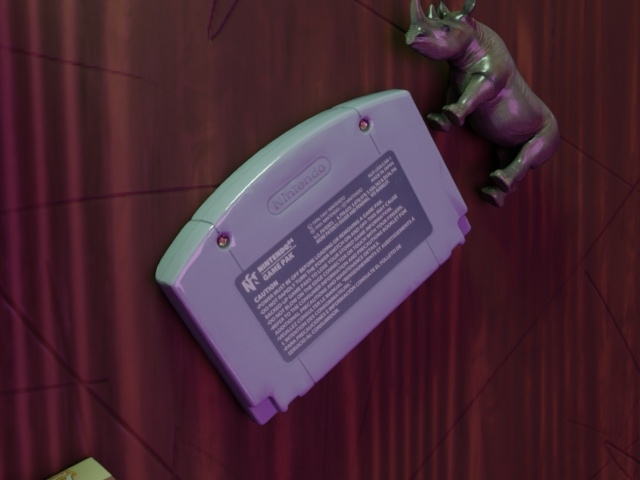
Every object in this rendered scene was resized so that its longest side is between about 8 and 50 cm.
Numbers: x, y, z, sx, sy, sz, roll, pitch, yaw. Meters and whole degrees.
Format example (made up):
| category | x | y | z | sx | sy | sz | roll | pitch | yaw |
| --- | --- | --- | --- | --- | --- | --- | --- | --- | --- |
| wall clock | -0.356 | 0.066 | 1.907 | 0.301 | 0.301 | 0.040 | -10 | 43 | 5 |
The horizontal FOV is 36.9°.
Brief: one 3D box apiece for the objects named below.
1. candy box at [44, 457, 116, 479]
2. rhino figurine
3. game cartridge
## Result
| category | x | y | z | sx | sy | sz | roll | pitch | yaw |
| --- | --- | --- | --- | --- | --- | --- | --- | --- | --- |
| candy box | -0.205 | 0.361 | 0.774 | 0.183 | 0.087 | 0.316 | -24 | 108 | -29 |
| rhino figurine | 0.156 | -0.151 | 0.954 | 0.106 | 0.073 | 0.243 | -47 | 117 | -15 |
| game cartridge | 0.000 | 0.000 | 0.884 | 0.297 | 0.062 | 0.198 | -40 | 111 | -22 |
